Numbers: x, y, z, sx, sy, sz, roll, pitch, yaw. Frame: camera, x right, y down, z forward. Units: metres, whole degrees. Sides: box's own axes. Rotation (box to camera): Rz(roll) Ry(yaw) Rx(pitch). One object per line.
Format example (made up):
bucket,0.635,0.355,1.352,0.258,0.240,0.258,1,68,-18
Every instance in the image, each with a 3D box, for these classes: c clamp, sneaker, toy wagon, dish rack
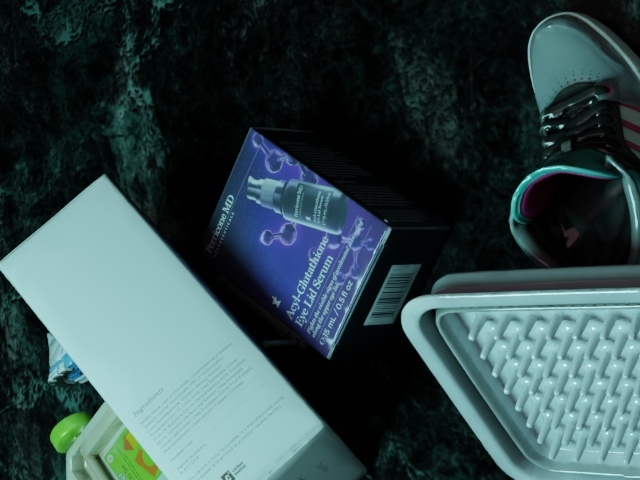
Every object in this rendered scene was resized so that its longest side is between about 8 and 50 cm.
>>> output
c clamp,-0.055,0.066,1.503,0.161,0.137,0.022,37,107,39
sneaker,0.220,-0.070,1.256,0.124,0.178,0.295,-34,69,33
toy wagon,-0.205,0.294,1.664,0.267,0.068,0.344,51,119,27
sneaker,-0.260,0.097,1.709,0.191,0.071,0.082,-32,65,33
dish rack,0.258,0.112,1.212,0.333,0.285,0.072,-4,46,38

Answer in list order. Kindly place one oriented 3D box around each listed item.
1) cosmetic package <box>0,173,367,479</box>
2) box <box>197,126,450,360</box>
cosmetic package,-0.140,0.130,1.490,0.155,0.197,0.365,-41,65,-3
box,0.000,0.000,1.476,0.207,0.108,0.153,35,112,32
